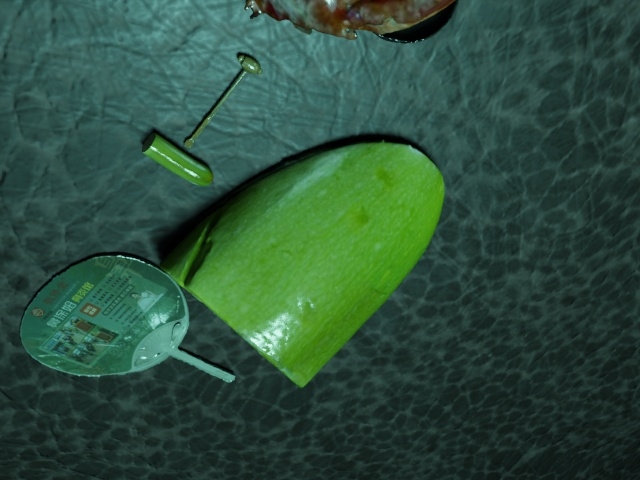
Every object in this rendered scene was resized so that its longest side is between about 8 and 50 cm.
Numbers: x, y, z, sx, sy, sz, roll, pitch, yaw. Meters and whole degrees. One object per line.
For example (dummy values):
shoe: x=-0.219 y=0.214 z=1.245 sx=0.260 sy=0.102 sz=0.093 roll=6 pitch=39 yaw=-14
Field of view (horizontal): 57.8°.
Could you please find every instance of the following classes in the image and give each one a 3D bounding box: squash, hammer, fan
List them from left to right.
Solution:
fan: x=-0.271 y=0.140 z=0.791 sx=0.223 sy=0.012 sz=0.294 roll=-20 pitch=129 yaw=1
squash: x=-0.154 y=-0.085 z=0.638 sx=0.027 sy=0.027 sz=0.083 roll=-43 pitch=127 yaw=18
hammer: x=-0.107 y=-0.144 z=0.614 sx=0.029 sy=0.014 sz=0.123 roll=34 pitch=114 yaw=-25
squash: x=0.000 y=0.000 z=0.728 sx=0.309 sy=0.210 sz=0.234 roll=-50 pitch=127 yaw=-12

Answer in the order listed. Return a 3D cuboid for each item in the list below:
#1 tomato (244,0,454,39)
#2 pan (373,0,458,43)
tomato: x=0.025 y=-0.308 z=0.397 sx=0.308 sy=0.170 sz=0.309 roll=12 pitch=131 yaw=14
pan: x=0.093 y=-0.293 z=0.538 sx=0.114 sy=0.040 sz=0.212 roll=10 pitch=109 yaw=-23
